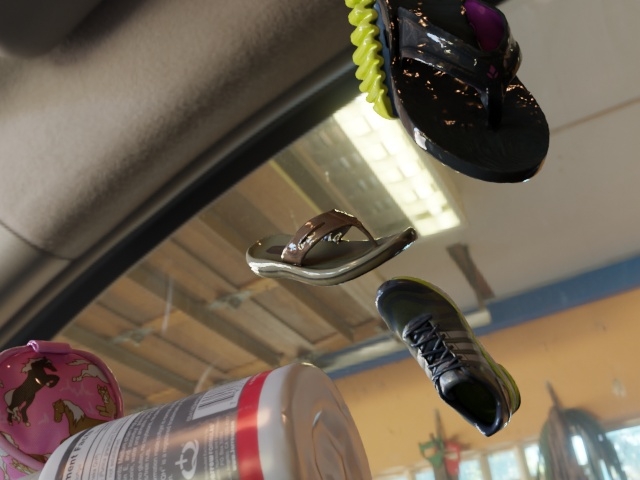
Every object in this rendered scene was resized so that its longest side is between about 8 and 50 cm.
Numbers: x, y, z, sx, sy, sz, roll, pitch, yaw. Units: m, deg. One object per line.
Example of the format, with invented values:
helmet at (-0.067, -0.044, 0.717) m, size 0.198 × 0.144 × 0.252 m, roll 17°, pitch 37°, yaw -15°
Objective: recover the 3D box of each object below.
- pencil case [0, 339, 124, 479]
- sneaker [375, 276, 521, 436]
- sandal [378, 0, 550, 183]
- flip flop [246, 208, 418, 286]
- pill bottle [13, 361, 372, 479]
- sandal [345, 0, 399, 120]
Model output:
pencil case at (-0.357, 0.278, 0.930) m, size 0.167 × 0.160 × 0.386 m, roll 42°, pitch -51°, yaw 6°
sneaker at (0.199, 0.178, 1.224) m, size 0.111 × 0.300 × 0.121 m, roll -45°, pitch -2°, yaw 17°
sandal at (0.158, -0.258, 0.984) m, size 0.168 × 0.445 × 0.107 m, roll -10°, pitch -34°, yaw -8°
flip flop at (0.000, 0.000, 1.021) m, size 0.277 × 0.080 × 0.112 m, roll 2°, pitch 24°, yaw 47°
pill bottle at (-0.128, 0.231, 0.673) m, size 0.319 × 0.176 × 0.176 m, roll -20°, pitch -35°, yaw 17°
sandal at (0.116, -0.355, 1.276) m, size 0.138 × 0.317 × 0.126 m, roll -10°, pitch 10°, yaw -11°
